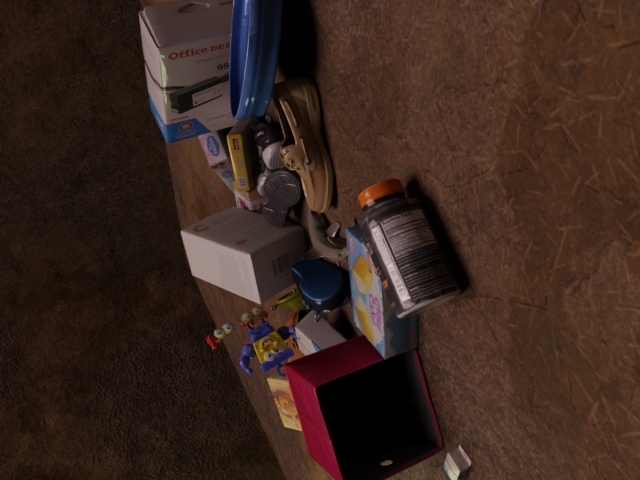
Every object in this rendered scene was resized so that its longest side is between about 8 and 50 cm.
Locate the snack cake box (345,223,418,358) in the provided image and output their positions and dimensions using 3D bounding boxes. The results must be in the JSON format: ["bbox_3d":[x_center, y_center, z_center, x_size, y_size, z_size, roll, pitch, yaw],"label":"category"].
[{"bbox_3d":[0.135,0.104,1.472,0.152,0.089,0.264,-132,30,-52],"label":"snack cake box"}]

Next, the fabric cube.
[{"bbox_3d":[0.092,0.389,1.598,0.258,0.254,0.258,-1,107,70],"label":"fabric cube"}]

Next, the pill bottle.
[{"bbox_3d":[0.155,0.010,1.264,0.130,0.131,0.245,123,127,-67],"label":"pill bottle"}]

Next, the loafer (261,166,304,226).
[{"bbox_3d":[-0.097,-0.141,1.908,0.109,0.095,0.302,34,153,2],"label":"loafer"}]

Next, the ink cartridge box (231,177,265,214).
[{"bbox_3d":[-0.213,-0.087,2.292,0.193,0.088,0.234,-143,40,-62],"label":"ink cartridge box"}]

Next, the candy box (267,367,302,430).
[{"bbox_3d":[-0.023,0.507,2.134,0.317,0.088,0.182,-7,105,51],"label":"candy box"}]

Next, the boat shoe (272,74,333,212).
[{"bbox_3d":[-0.050,-0.223,1.661,0.122,0.110,0.340,-148,44,-62],"label":"boat shoe"}]

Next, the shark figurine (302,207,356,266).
[{"bbox_3d":[0.012,0.020,1.714,0.278,0.116,0.166,-152,46,-67],"label":"shark figurine"}]

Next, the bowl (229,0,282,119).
[{"bbox_3d":[-0.158,-0.482,1.612,0.391,0.077,0.390,-178,90,-76],"label":"bowl"}]

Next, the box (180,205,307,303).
[{"bbox_3d":[-0.231,0.035,2.091,0.345,0.215,0.168,17,126,43],"label":"box"}]

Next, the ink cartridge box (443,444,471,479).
[{"bbox_3d":[0.293,0.481,1.462,0.083,0.028,0.048,92,153,-45],"label":"ink cartridge box"}]

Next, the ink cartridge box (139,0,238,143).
[{"bbox_3d":[-0.356,-0.500,2.001,0.166,0.286,0.394,61,159,26],"label":"ink cartridge box"}]

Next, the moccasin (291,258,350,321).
[{"bbox_3d":[0.011,0.134,1.838,0.342,0.138,0.116,-122,14,-74],"label":"moccasin"}]

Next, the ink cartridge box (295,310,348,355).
[{"bbox_3d":[0.007,0.296,1.928,0.140,0.082,0.190,41,159,20],"label":"ink cartridge box"}]

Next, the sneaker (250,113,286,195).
[{"bbox_3d":[-0.141,-0.244,1.937,0.268,0.101,0.153,113,142,-62],"label":"sneaker"}]

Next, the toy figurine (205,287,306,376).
[{"bbox_3d":[-0.136,0.303,2.065,0.217,0.363,0.191,59,167,10],"label":"toy figurine"}]

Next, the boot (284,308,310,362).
[{"bbox_3d":[-0.037,0.367,2.220,0.220,0.109,0.283,124,133,-62],"label":"boot"}]

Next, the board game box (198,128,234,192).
[{"bbox_3d":[-0.362,-0.353,2.343,0.318,0.066,0.317,60,-173,-74],"label":"board game box"}]

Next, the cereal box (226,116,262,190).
[{"bbox_3d":[-0.211,-0.272,1.996,0.240,0.048,0.172,-74,-20,-60],"label":"cereal box"}]
